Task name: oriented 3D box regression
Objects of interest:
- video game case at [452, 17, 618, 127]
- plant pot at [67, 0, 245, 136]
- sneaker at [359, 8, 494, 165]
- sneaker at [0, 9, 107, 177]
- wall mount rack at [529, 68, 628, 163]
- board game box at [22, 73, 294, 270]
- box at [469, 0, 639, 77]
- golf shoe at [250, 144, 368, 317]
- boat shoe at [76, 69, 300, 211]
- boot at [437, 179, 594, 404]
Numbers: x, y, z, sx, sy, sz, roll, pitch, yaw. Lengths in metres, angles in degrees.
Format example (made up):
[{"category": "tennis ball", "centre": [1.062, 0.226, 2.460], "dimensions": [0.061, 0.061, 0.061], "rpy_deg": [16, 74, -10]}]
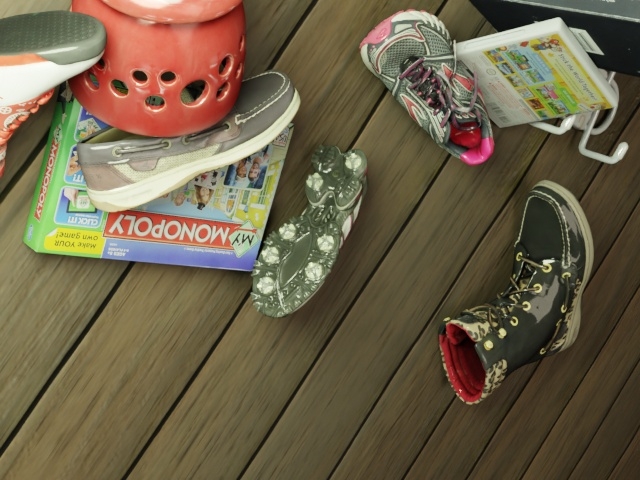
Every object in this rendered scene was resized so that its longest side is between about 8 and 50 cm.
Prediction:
[{"category": "video game case", "centre": [0.320, -0.252, 1.381], "dimensions": [0.227, 0.206, 0.026], "rpy_deg": [33, 60, -45]}, {"category": "plant pot", "centre": [-0.168, -0.232, 0.924], "dimensions": [0.191, 0.191, 0.174], "rpy_deg": [-27, 151, -30]}, {"category": "sneaker", "centre": [0.171, -0.221, 1.291], "dimensions": [0.121, 0.112, 0.299], "rpy_deg": [-35, 138, 21]}, {"category": "sneaker", "centre": [-0.319, -0.129, 0.875], "dimensions": [0.270, 0.090, 0.145], "rpy_deg": [-11, 129, 5]}, {"category": "wall mount rack", "centre": [0.499, -0.307, 1.559], "dimensions": [0.350, 0.130, 0.304], "rpy_deg": [16, 98, -45]}, {"category": "board game box", "centre": [-0.191, -0.077, 1.113], "dimensions": [0.317, 0.046, 0.214], "rpy_deg": [7, 104, -43]}, {"category": "box", "centre": [0.445, -0.427, 1.306], "dimensions": [0.179, 0.343, 0.313], "rpy_deg": [31, 88, -44]}, {"category": "golf shoe", "centre": [0.000, 0.000, 1.256], "dimensions": [0.273, 0.105, 0.120], "rpy_deg": [-61, 156, -18]}, {"category": "boat shoe", "centre": [-0.147, -0.134, 1.024], "dimensions": [0.285, 0.103, 0.092], "rpy_deg": [-31, 132, -21]}, {"category": "boot", "centre": [0.352, 0.103, 1.622], "dimensions": [0.284, 0.138, 0.377], "rpy_deg": [-28, 131, -29]}]
